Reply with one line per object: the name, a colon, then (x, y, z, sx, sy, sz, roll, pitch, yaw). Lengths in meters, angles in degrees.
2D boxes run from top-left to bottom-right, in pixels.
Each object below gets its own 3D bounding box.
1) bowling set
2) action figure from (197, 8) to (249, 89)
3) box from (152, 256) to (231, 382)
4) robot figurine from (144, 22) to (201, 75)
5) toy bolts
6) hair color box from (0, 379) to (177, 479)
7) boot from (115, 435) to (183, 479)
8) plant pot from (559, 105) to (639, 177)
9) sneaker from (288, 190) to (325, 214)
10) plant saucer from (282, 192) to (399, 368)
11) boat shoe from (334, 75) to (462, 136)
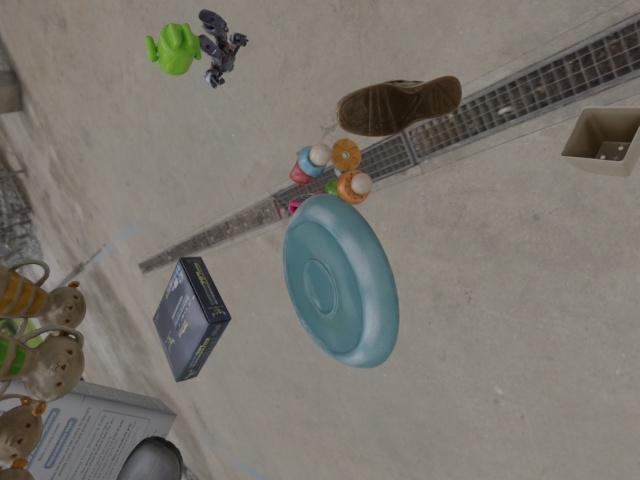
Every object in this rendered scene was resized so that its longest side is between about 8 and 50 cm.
bowling set: (-0.238, 0.138, 0.280, 0.200, 0.287, 0.154, -4, 154, 34)
action figure: (-0.287, -0.539, 1.195, 0.099, 0.285, 0.185, 24, 94, -4)
box: (-0.300, 0.180, 0.937, 0.183, 0.059, 0.232, 55, 127, 29)
robot figurine: (-0.270, -0.355, 0.770, 0.115, 0.101, 0.067, -21, 90, 59)
toy bolts: (0.047, -0.224, 1.170, 0.158, 0.228, 0.218, -17, 59, 64)
hair color box: (-0.511, 0.389, 0.833, 0.113, 0.185, 0.374, 7, 159, 47)
boot: (-0.348, 0.527, 0.680, 0.118, 0.338, 0.223, 25, 180, -6)
plant pot: (0.539, -0.177, 0.770, 0.109, 0.096, 0.109, 25, 88, 52)
sneaker: (0.000, 0.000, 1.186, 0.299, 0.112, 0.121, 66, 152, 24)
plant saucer: (0.012, 0.077, 0.720, 0.317, 0.044, 0.317, 33, 130, 50)
boat shoe: (0.182, -0.345, 1.040, 0.123, 0.342, 0.123, -137, 31, -61)
